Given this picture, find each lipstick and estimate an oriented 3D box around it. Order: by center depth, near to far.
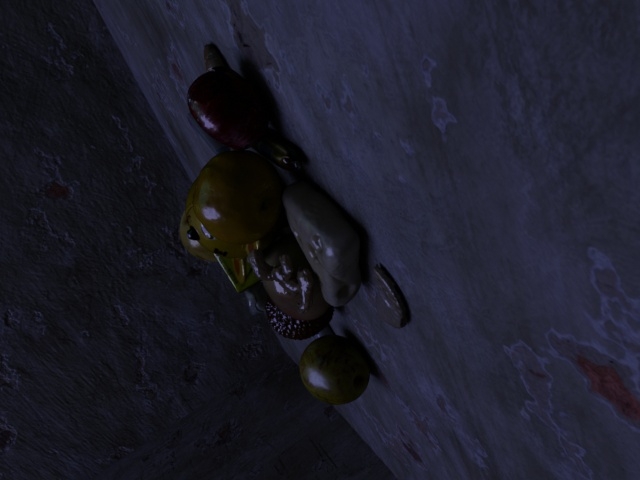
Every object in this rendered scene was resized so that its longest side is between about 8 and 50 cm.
[{"bbox_3d":[-0.438,-0.416,2.337,0.317,0.068,0.066,50,164,29],"label":"lipstick"}]

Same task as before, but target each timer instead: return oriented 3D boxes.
[{"bbox_3d":[-0.286,-0.065,1.963,0.376,0.377,0.386,114,145,-72],"label":"timer"}]

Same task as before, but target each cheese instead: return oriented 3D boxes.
[{"bbox_3d":[0.000,0.000,1.677,0.328,0.130,0.350,55,165,30],"label":"cheese"},{"bbox_3d":[-0.164,0.013,2.107,0.091,0.202,0.175,33,173,-32],"label":"cheese"}]

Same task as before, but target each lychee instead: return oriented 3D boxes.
[{"bbox_3d":[-0.080,0.244,2.157,0.267,0.268,0.267,52,164,22],"label":"lychee"}]

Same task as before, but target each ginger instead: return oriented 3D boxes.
[{"bbox_3d":[-0.111,0.098,1.728,0.259,0.065,0.149,42,125,14],"label":"ginger"}]

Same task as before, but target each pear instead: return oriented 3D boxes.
[{"bbox_3d":[0.060,0.506,2.258,0.283,0.284,0.283,52,164,22],"label":"pear"},{"bbox_3d":[-0.505,-0.061,2.752,0.348,0.349,0.348,52,164,22],"label":"pear"}]

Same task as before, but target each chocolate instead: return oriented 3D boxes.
[{"bbox_3d":[-0.271,0.007,2.253,0.300,0.289,0.137,59,176,-2],"label":"chocolate"}]

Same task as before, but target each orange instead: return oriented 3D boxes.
[{"bbox_3d":[-0.240,-0.127,1.669,0.235,0.279,0.278,17,142,33],"label":"orange"}]

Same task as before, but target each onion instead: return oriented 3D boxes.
[{"bbox_3d":[-0.248,-0.369,1.593,0.246,0.190,0.246,46,-162,-19],"label":"onion"}]

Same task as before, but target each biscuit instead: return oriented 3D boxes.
[{"bbox_3d":[0.195,0.177,1.587,0.133,0.032,0.249,48,162,35],"label":"biscuit"}]

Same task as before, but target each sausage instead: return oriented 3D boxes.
[{"bbox_3d":[-0.152,-0.277,1.693,0.372,0.082,0.082,38,156,49],"label":"sausage"}]

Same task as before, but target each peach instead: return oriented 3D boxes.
[{"bbox_3d":[-0.073,0.125,1.909,0.292,0.248,0.291,176,90,-69],"label":"peach"}]

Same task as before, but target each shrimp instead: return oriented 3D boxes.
[{"bbox_3d":[-0.310,-0.475,1.785,0.266,0.061,0.145,65,163,1],"label":"shrimp"}]

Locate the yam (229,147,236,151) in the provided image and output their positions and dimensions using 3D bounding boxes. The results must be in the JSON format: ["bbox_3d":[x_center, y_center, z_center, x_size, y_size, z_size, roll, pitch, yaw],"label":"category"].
[{"bbox_3d":[-0.331,-0.372,2.136,0.043,0.043,0.094,32,148,59],"label":"yam"}]

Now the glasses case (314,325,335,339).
[{"bbox_3d":[-0.020,0.371,2.562,0.308,0.083,0.128,59,171,-5],"label":"glasses case"}]

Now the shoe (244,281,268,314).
[{"bbox_3d":[-0.173,0.214,2.362,0.342,0.211,0.132,15,-124,-71],"label":"shoe"}]
